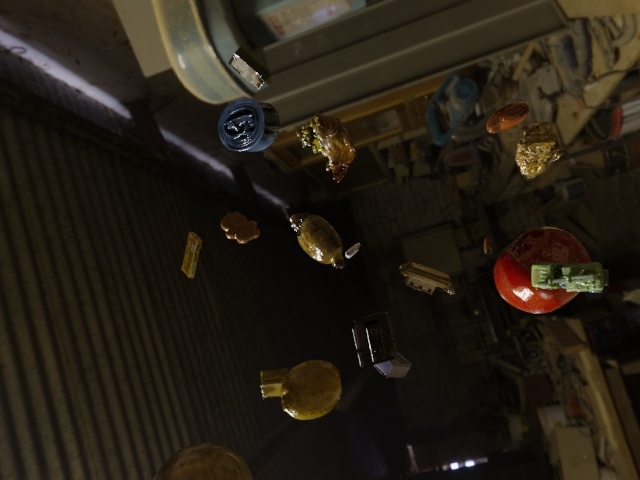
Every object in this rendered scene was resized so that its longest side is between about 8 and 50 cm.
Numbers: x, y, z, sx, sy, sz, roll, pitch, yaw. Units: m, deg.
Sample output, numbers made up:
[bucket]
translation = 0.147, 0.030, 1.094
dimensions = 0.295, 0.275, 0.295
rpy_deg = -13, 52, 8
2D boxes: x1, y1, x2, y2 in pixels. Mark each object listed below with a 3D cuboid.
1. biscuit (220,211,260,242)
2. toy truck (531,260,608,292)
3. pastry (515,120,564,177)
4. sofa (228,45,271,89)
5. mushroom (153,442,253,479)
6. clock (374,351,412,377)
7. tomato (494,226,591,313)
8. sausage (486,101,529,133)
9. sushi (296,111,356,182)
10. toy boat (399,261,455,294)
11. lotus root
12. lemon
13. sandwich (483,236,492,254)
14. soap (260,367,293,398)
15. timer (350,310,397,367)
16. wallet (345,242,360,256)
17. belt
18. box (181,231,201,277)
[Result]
[biscuit]
translation = -0.319, -0.048, 1.987
dimensions = 0.133, 0.184, 0.027
rpy_deg = -40, -35, -38
[toy truck]
translation = 0.602, 0.088, 1.244
dimensions = 0.100, 0.169, 0.077
rpy_deg = 3, -91, -49
[pastry]
translation = 0.777, -0.322, 1.821
dimensions = 0.102, 0.154, 0.250
rpy_deg = 58, -172, 28
[sofa]
translation = -0.205, -0.501, 1.485
dimensions = 0.118, 0.060, 0.039
rpy_deg = 40, -121, -15
[mushroom]
translation = -0.327, 0.740, 1.463
dimensions = 0.290, 0.297, 0.298
rpy_deg = 85, 175, -63
[clock]
translation = 0.296, 0.526, 2.230
dimensions = 0.144, 0.073, 0.193
rpy_deg = 38, -169, 36
[tomato]
translation = 0.816, 0.108, 1.891
dimensions = 0.290, 0.325, 0.293
rpy_deg = 44, 170, 12
[sausage]
translation = 0.740, -0.489, 2.030
dimensions = 0.089, 0.179, 0.089
rpy_deg = -25, -90, -83
[sushi]
translation = 0.031, -0.342, 1.839
dimensions = 0.167, 0.179, 0.296
rpy_deg = 65, -174, 19
[toy boat]
translation = 0.354, 0.134, 1.694
dimensions = 0.057, 0.200, 0.077
rpy_deg = -82, 13, -66
[lotus root]
translation = 0.000, 0.000, 2.172
dimensions = 0.314, 0.141, 0.169
rpy_deg = 48, 147, 13
[lemon]
translation = -0.030, 0.459, 1.573
dimensions = 0.170, 0.207, 0.170
rpy_deg = 43, 140, 52
[sandwich]
translation = 0.648, 0.022, 1.966
dimensions = 0.101, 0.026, 0.069
rpy_deg = 27, -112, -77
[soap]
translation = -0.128, 0.584, 2.091
dimensions = 0.135, 0.233, 0.076
rpy_deg = 91, 172, -50
[timer]
translation = 0.192, 0.355, 1.817
dimensions = 0.055, 0.144, 0.187
rpy_deg = -116, 12, -72
[wallet]
translation = 0.114, 0.036, 1.793
dimensions = 0.025, 0.061, 0.122
rpy_deg = 46, 178, 5
[belt]
translation = -0.208, -0.322, 1.433
dimensions = 0.082, 0.190, 0.141
rpy_deg = -7, -86, -53
[box]
translation = -0.486, 0.054, 1.924
dimensions = 0.089, 0.022, 0.156
rpy_deg = 30, 109, 49
